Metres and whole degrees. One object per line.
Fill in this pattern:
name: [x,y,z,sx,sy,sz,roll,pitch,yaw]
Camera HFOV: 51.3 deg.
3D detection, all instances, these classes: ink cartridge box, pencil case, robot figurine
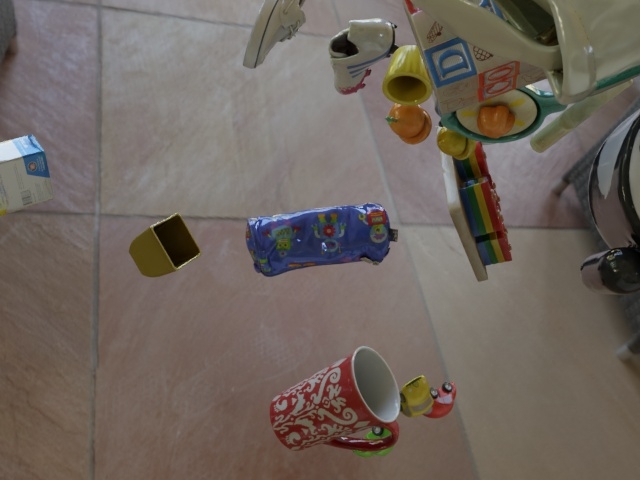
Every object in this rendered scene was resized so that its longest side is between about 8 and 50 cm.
ink cartridge box: [-0.694,-0.121,1.396,0.231,0.134,0.078,-22,50,-30]
pencil case: [0.000,0.000,1.378,0.306,0.119,0.133,-7,73,-6]
robot figurine: [0.319,-0.049,0.544,0.174,0.278,0.209,7,91,12]

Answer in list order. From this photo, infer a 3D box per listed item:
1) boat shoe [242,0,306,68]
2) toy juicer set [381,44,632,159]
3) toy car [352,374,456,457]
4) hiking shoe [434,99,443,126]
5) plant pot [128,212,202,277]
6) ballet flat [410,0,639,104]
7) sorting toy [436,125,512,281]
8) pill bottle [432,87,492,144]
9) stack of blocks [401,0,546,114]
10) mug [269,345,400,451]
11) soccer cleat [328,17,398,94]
boat shoe: [-0.069,-0.430,1.267,0.084,0.095,0.258,24,76,-7]
toy juicer set: [0.248,-0.168,0.972,0.329,0.209,0.089,9,63,4]
toy car: [0.159,0.355,1.289,0.053,0.225,0.239,53,12,29]
hiking shoe: [0.263,-0.350,1.168,0.113,0.304,0.132,14,8,-20]
plant pot: [-0.263,0.016,1.092,0.081,0.083,0.081,61,28,-7]
ballet flat: [0.093,-0.250,0.499,0.139,0.139,0.400,-24,62,-33]
sorting toy: [0.339,-0.089,1.449,0.089,0.255,0.257,-15,48,18]
pill bottle: [0.384,-0.412,1.659,0.229,0.229,0.407,14,37,-10]
stack of blocks: [0.162,-0.307,0.713,0.171,0.087,0.297,-18,77,11]
mug: [0.024,0.256,0.976,0.113,0.169,0.150,-6,68,-60]
soccer cleat: [0.069,-0.458,1.647,0.143,0.331,0.116,1,80,-19]
